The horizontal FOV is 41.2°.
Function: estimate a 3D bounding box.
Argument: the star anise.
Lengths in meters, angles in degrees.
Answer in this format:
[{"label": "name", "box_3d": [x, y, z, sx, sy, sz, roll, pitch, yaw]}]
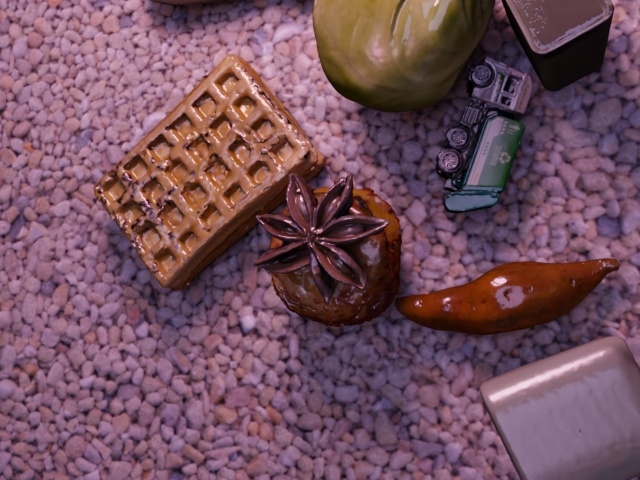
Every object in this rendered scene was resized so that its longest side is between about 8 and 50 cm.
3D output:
[{"label": "star anise", "box_3d": [0.002, -0.016, 1.309, 0.212, 0.073, 0.197, 26, 97, 21]}]

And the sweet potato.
[{"label": "sweet potato", "box_3d": [0.295, 0.092, 1.350, 0.359, 0.112, 0.112, -17, 79, 12]}]

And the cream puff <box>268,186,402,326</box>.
[{"label": "cream puff", "box_3d": [0.032, 0.024, 1.415, 0.240, 0.164, 0.240, 1, 92, 31]}]

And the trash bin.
[{"label": "trash bin", "box_3d": [0.356, -0.343, 1.306, 0.122, 0.240, 0.164, -28, 78, 13]}]

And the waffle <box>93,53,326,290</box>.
[{"label": "waffle", "box_3d": [-0.201, -0.114, 1.532, 0.376, 0.114, 0.261, -42, 76, 9]}]

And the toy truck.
[{"label": "toy truck", "box_3d": [0.261, -0.163, 1.389, 0.124, 0.114, 0.253, 22, 91, 5]}]

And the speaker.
[{"label": "speaker", "box_3d": [0.345, 0.238, 1.163, 0.184, 0.406, 0.183, -28, 77, 9]}]

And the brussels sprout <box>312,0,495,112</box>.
[{"label": "brussels sprout", "box_3d": [0.129, -0.361, 1.367, 0.328, 0.247, 0.328, -3, 83, 30]}]

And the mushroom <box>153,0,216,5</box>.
[{"label": "mushroom", "box_3d": [-0.177, -0.497, 1.562, 0.350, 0.128, 0.128, 4, 85, 14]}]
